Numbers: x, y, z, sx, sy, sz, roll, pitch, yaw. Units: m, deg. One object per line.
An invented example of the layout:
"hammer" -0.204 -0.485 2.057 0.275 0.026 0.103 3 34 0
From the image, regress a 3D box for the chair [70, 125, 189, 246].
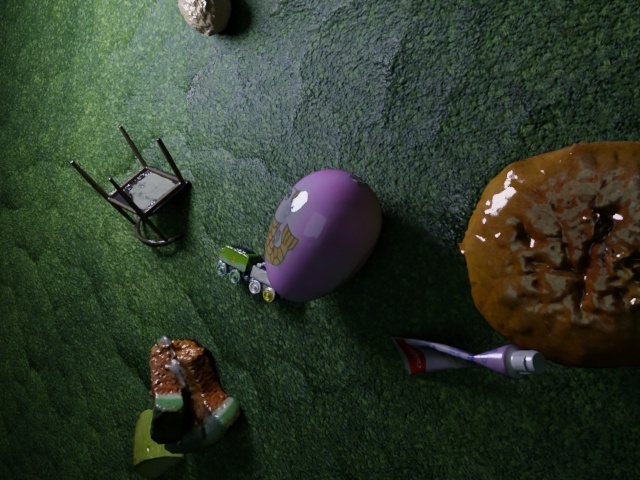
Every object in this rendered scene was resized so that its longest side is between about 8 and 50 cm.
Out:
"chair" -0.450 -0.128 1.043 0.188 0.166 0.272 22 148 27

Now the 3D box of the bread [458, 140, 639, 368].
"bread" 0.360 0.019 0.552 0.311 0.172 0.313 6 100 35

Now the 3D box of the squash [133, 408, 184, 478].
"squash" -0.504 0.594 1.176 0.192 0.085 0.184 -43 73 25

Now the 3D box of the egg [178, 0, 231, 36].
"egg" -0.257 -0.521 0.906 0.140 0.116 0.118 54 126 45

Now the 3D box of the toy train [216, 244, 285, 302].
"toy train" -0.151 0.072 0.928 0.202 0.060 0.081 23 100 26

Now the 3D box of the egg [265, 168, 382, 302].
"egg" 0.000 0.000 0.753 0.196 0.196 0.272 31 114 25

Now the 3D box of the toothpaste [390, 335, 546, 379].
"toothpaste" 0.217 0.189 0.656 0.075 0.048 0.301 42 154 -11

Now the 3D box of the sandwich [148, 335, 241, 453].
"sandwich" -0.352 0.385 1.021 0.250 0.162 0.302 -23 85 27
